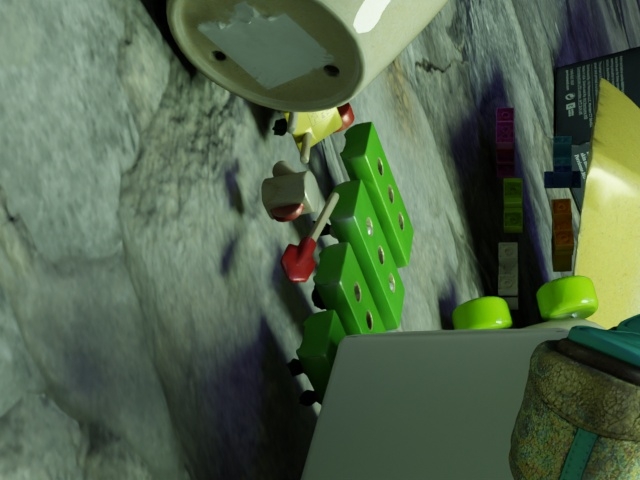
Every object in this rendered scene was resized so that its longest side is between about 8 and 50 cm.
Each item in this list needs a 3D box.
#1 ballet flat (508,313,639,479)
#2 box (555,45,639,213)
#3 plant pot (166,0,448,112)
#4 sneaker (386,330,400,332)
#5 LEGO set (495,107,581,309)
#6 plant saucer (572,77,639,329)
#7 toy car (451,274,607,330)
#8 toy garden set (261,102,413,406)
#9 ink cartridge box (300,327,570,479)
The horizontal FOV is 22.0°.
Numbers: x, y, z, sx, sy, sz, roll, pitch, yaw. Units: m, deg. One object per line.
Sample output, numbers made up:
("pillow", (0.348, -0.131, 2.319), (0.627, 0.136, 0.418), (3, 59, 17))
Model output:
("ballet flat", (0.195, 0.102, 0.936), (0.348, 0.123, 0.123), (0, 78, -63))
("box", (0.508, -0.089, 2.179), (0.179, 0.312, 0.343), (-81, 152, -46))
("plant pot", (0.010, -0.224, 1.042), (0.256, 0.256, 0.274), (57, 44, -45))
("sneaker", (0.057, 0.135, 1.181), (0.070, 0.051, 0.134), (-43, 122, -74))
("LEGO set", (0.224, -0.020, 1.684), (0.093, 0.087, 0.227), (79, 13, -54))
("plant saucer", (0.295, 0.032, 1.667), (0.333, 0.081, 0.332), (-59, 154, -68))
("toy car", (0.202, 0.142, 1.472), (0.188, 0.149, 0.155), (62, 16, -66))
("toy garden set", (0.000, 0.000, 1.116), (0.244, 0.049, 0.204), (-77, 151, -49))
("ink cartridge box", (0.120, 0.276, 1.049), (0.384, 0.160, 0.279), (58, 38, -44))
